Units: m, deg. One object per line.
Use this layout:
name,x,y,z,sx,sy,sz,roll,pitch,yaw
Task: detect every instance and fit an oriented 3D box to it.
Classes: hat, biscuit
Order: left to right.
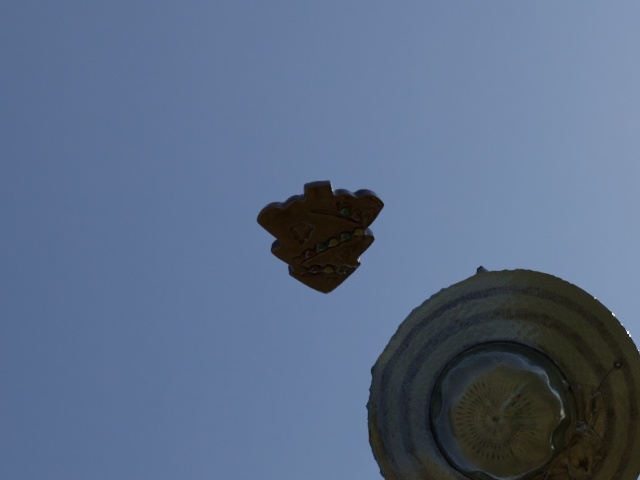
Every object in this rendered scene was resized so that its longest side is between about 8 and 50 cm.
biscuit,0.000,0.000,1.102,0.082,0.016,0.092,-6,-52,-8
hat,0.152,0.144,1.420,0.252,0.252,0.110,-58,-10,3
